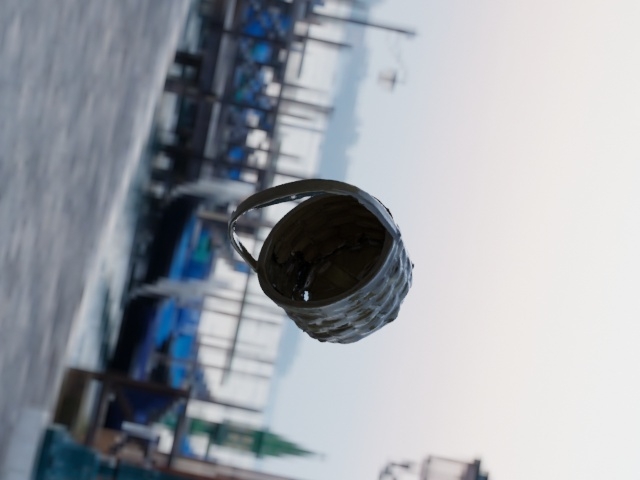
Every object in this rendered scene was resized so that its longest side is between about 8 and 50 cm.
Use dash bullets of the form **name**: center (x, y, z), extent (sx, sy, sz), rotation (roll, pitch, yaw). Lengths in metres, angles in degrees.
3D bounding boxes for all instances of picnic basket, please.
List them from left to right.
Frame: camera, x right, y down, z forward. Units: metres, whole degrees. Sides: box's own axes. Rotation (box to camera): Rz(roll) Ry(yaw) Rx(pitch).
- **picnic basket**: center (0.000, 0.000, 0.705), extent (0.083, 0.072, 0.072), rotation (51, 41, -47)
